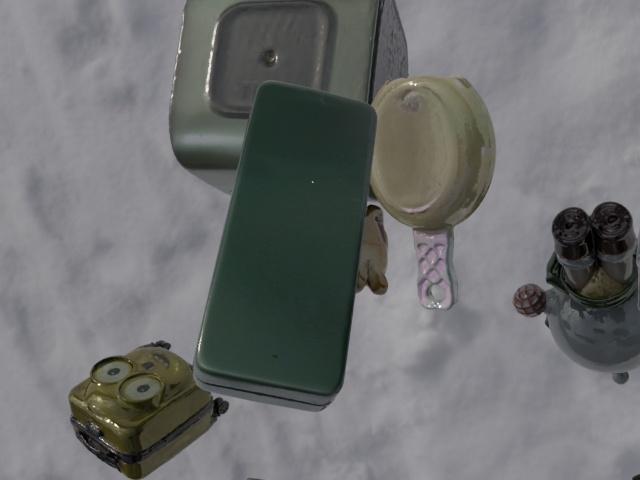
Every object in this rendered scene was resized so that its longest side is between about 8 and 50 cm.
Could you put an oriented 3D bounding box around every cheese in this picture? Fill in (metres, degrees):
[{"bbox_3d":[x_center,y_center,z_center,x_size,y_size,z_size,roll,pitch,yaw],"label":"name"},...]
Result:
[{"bbox_3d":[0.106,-0.045,0.692,0.137,0.064,0.228,0,98,45],"label":"cheese"}]

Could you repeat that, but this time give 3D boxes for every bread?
[{"bbox_3d":[0.000,0.000,0.889,0.081,0.225,0.134,-35,52,40],"label":"bread"}]

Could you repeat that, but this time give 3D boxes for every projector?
[{"bbox_3d":[-0.026,-0.190,0.944,0.249,0.248,0.248,3,81,17],"label":"projector"}]

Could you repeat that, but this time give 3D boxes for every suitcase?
[{"bbox_3d":[-0.303,0.278,1.240,0.193,0.234,0.143,21,124,33],"label":"suitcase"}]

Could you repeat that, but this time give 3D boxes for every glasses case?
[{"bbox_3d":[-0.016,-0.002,0.403,0.077,0.184,0.039,12,152,-6],"label":"glasses case"}]

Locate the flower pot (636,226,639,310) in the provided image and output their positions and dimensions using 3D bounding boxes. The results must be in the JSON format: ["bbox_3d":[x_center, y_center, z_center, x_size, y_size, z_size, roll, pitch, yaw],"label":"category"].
[{"bbox_3d":[0.295,-0.044,0.267,0.298,0.299,0.283,18,125,15],"label":"flower pot"}]

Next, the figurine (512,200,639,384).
[{"bbox_3d":[0.432,0.084,1.082,0.281,0.167,0.370,-10,140,21],"label":"figurine"}]

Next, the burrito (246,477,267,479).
[{"bbox_3d":[-0.022,0.395,0.990,0.309,0.096,0.066,0,107,40],"label":"burrito"}]

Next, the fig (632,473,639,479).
[{"bbox_3d":[0.374,0.233,0.697,0.103,0.154,0.109,105,150,-53],"label":"fig"}]
